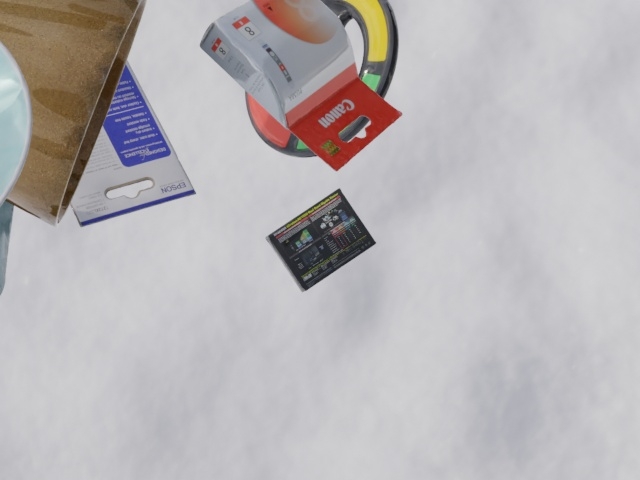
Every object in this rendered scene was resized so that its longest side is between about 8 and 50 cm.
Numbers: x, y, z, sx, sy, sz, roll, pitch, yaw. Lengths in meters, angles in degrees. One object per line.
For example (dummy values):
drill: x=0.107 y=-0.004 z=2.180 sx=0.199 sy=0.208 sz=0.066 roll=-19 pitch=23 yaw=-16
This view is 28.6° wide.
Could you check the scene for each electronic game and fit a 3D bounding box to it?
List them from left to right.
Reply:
electronic game: x=-0.002 y=-0.210 z=1.505 sx=0.048 sy=0.229 sz=0.229 roll=20 pitch=46 yaw=-49

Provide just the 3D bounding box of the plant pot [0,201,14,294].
plant pot: x=-0.504 y=-0.086 z=1.407 sx=0.247 sy=0.252 sz=0.247 roll=-7 pitch=52 yaw=5

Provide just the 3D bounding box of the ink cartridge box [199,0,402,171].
ink cartridge box: x=-0.009 y=-0.166 z=1.218 sx=0.179 sy=0.045 sz=0.145 roll=41 pitch=42 yaw=6

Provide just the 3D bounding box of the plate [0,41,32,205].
plate: x=-0.263 y=-0.060 z=0.742 sx=0.188 sy=0.024 sz=0.188 roll=1 pitch=66 yaw=-2

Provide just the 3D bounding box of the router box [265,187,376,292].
router box: x=0.000 y=0.000 z=1.697 sx=0.122 sy=0.038 sz=0.092 roll=-33 pitch=90 yaw=-8

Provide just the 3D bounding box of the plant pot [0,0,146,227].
plant pot: x=-0.318 y=-0.164 z=1.151 sx=0.254 sy=0.237 sz=0.237 roll=20 pitch=56 yaw=-8

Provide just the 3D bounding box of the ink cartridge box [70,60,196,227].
ink cartridge box: x=-0.333 y=-0.180 z=1.774 sx=0.175 sy=0.069 sz=0.371 roll=-18 pitch=65 yaw=-27
